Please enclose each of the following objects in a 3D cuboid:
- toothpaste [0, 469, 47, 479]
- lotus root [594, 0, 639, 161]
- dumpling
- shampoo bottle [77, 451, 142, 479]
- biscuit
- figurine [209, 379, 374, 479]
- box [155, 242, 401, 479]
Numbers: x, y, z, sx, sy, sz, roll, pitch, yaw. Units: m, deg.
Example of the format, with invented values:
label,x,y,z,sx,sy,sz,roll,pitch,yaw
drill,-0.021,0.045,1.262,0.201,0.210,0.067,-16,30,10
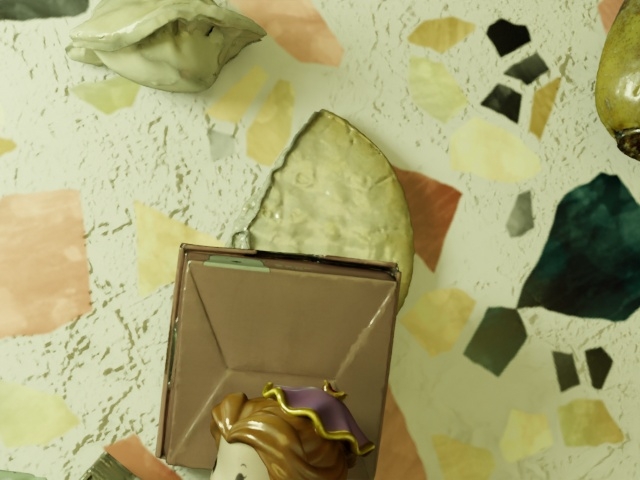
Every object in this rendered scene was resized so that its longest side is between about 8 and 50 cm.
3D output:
label,x,y,z,sx,sy,sz,roll,pitch,yaw
toothpaste,-0.385,0.233,1.875,0.255,0.037,0.067,12,74,-8
lotus root,0.370,-0.205,1.994,0.154,0.154,0.278,26,79,-2
dumpling,-0.153,-0.199,1.931,0.199,0.136,0.118,-9,89,2
shampoo bottle,-0.145,0.302,1.883,0.227,0.056,0.086,41,82,1
biscuit,0.000,0.000,1.962,0.188,0.040,0.265,-4,82,-9
figurine,-0.052,0.245,1.791,0.189,0.142,0.263,18,95,-38
box,-0.039,0.117,1.886,0.215,0.086,0.215,7,96,-6
